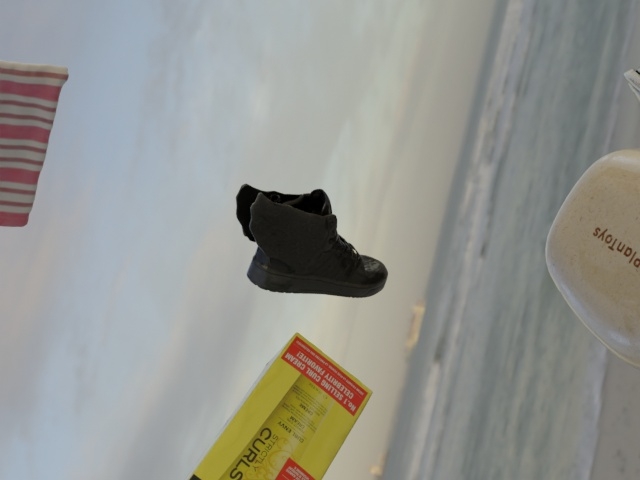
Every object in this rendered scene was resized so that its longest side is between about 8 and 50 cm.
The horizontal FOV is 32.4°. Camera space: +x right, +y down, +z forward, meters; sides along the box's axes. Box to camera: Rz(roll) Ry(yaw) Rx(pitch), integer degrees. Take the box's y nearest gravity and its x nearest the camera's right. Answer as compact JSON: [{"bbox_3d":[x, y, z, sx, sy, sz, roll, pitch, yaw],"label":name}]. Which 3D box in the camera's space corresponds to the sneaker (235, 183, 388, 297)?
[{"bbox_3d":[-0.001,-0.001,0.931,0.051,0.170,0.089,41,121,47],"label":"sneaker"}]

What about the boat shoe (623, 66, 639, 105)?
[{"bbox_3d":[0.242,-0.088,0.699,0.075,0.065,0.206,62,-159,8],"label":"boat shoe"}]

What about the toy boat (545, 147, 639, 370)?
[{"bbox_3d":[0.360,-0.025,0.990,0.318,0.148,0.267,-58,35,18],"label":"toy boat"}]

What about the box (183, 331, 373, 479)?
[{"bbox_3d":[-0.047,0.174,0.824,0.058,0.087,0.232,-51,0,41],"label":"box"}]

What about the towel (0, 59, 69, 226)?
[{"bbox_3d":[-0.340,-0.094,1.119,0.144,0.029,0.197,-5,-51,-43],"label":"towel"}]
